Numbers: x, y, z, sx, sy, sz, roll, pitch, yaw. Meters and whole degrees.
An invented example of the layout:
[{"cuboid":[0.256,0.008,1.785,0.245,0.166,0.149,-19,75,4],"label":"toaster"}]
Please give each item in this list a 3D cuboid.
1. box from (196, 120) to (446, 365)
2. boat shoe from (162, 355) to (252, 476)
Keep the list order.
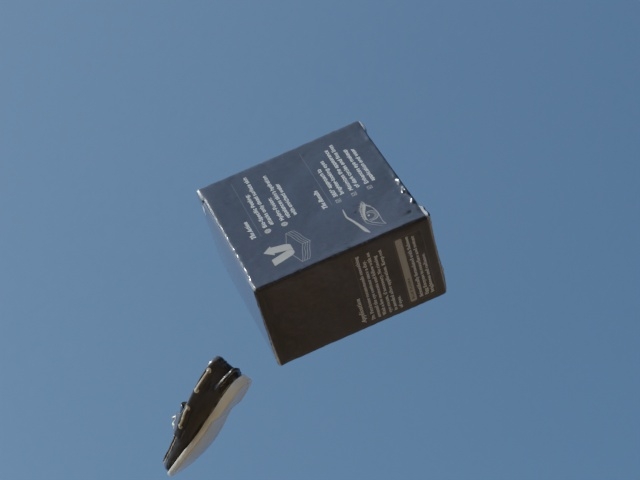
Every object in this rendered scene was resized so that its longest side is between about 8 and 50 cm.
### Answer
[{"cuboid":[0.000,0.000,1.553,0.158,0.156,0.093,-23,-50,-8],"label":"box"},{"cuboid":[-0.102,0.148,1.540,0.038,0.046,0.125,42,-54,12],"label":"boat shoe"}]
